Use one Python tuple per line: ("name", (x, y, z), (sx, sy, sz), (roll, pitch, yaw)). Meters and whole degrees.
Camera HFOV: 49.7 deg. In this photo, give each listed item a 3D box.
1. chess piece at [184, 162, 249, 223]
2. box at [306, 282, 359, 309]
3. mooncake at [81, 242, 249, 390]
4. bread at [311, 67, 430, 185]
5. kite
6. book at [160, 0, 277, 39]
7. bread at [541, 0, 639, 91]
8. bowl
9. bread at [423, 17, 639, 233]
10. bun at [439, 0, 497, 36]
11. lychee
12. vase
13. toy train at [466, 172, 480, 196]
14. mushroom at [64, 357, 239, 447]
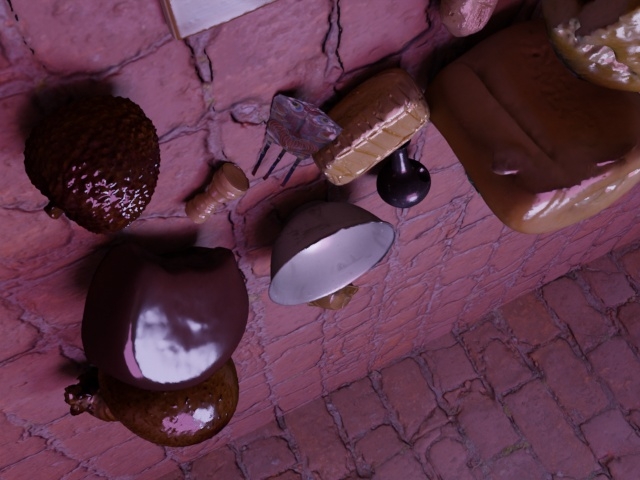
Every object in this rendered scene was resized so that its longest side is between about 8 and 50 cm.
("chess piece", (-0.192, -0.082, 1.260), (0.122, 0.066, 0.066), (-38, 155, 29))
("box", (0.028, 0.139, 1.874), (0.111, 0.111, 0.177), (-40, 154, 22))
("mooncake", (-0.304, 0.132, 1.338), (0.326, 0.174, 0.334), (-40, 128, -33))
("bread", (0.082, -0.209, 1.253), (0.236, 0.106, 0.140), (-37, 156, 16))
("kite", (-0.055, -0.163, 1.229), (0.127, 0.016, 0.229), (27, 142, -7))
("book", (-0.086, -0.411, 0.773), (0.268, 0.032, 0.389), (-26, 156, -12))
("bread", (0.471, -0.429, 1.056), (0.239, 0.395, 0.264), (18, 155, -36))
("bowl", (0.000, 0.000, 1.521), (0.313, 0.146, 0.313), (-23, 155, -11))
("bread", (0.394, -0.209, 1.266), (0.348, 0.376, 0.253), (-27, 156, -8))
("bun", (0.239, -0.389, 1.125), (0.115, 0.069, 0.115), (-42, 156, -24))
("lychee", (-0.310, -0.103, 0.948), (0.194, 0.194, 0.194), (-24, 155, -12))
("vase", (0.172, -0.153, 1.474), (0.120, 0.120, 0.183), (-27, 139, -7))
("toy train", (0.425, -0.171, 1.647), (0.115, 0.154, 0.269), (-30, 155, 4))
("mushroom", (-0.376, 0.347, 1.558), (0.356, 0.334, 0.331), (-47, 178, -2))
